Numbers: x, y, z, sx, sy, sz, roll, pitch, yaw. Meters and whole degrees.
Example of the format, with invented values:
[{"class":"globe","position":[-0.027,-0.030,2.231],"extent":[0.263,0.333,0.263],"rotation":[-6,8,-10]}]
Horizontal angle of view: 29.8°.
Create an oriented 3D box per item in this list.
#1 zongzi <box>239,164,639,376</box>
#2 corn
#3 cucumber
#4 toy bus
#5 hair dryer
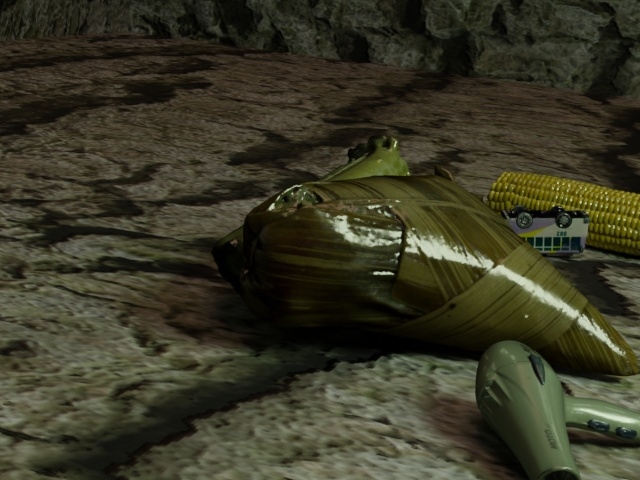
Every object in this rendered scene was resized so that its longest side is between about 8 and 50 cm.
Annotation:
[{"class":"zongzi","position":[0.102,0.049,1.037],"extent":[0.286,0.134,0.288],"rotation":[-9,39,-44]},{"class":"corn","position":[0.333,-0.036,1.541],"extent":[0.248,0.081,0.081],"rotation":[15,17,34]},{"class":"cucumber","position":[0.000,0.003,1.215],"extent":[0.105,0.145,0.325],"rotation":[-32,0,36]},{"class":"toy bus","position":[0.273,-0.010,1.462],"extent":[0.102,0.058,0.052],"rotation":[1,15,0]},{"class":"hair dryer","position":[0.205,0.149,0.866],"extent":[0.199,0.067,0.167],"rotation":[21,24,1]}]
